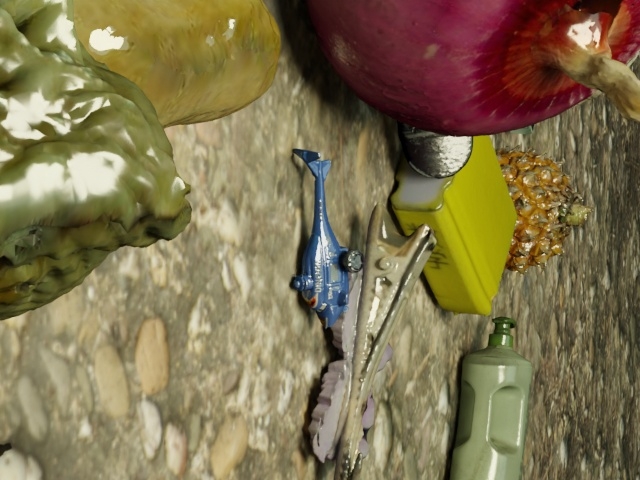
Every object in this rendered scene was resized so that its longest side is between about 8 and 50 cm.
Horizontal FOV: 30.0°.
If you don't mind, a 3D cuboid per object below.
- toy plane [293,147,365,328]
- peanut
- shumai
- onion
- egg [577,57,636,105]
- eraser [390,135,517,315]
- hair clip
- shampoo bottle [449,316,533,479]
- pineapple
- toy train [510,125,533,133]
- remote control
[{"bbox_3d":[0.000,0.000,1.074,0.062,0.054,0.167,-12,106,-37],"label":"toy plane"},{"bbox_3d":[-0.117,-0.127,0.759,0.236,0.110,0.120,-11,124,-56],"label":"peanut"},{"bbox_3d":[-0.203,-0.060,0.554,0.256,0.189,0.218,-16,89,-46],"label":"shumai"},{"bbox_3d":[0.163,-0.240,1.016,0.345,0.358,0.358,-112,-174,-58],"label":"onion"},{"bbox_3d":[0.272,-0.326,1.397,0.337,0.201,0.337,-161,-90,-79],"label":"egg"},{"bbox_3d":[0.154,-0.034,1.350,0.158,0.069,0.226,-67,147,-29],"label":"eraser"},{"bbox_3d":[0.044,0.111,1.144,0.106,0.084,0.292,39,64,-65],"label":"hair clip"},{"bbox_3d":[0.214,0.210,1.480,0.118,0.087,0.234,27,68,-62],"label":"shampoo bottle"},{"bbox_3d":[0.286,-0.038,1.540,0.161,0.137,0.176,56,45,-50],"label":"pineapple"},{"bbox_3d":[0.286,-0.241,1.621,0.043,0.047,0.207,59,41,-54],"label":"toy train"},{"bbox_3d":[0.111,-0.197,1.235,0.066,0.090,0.266,-110,-164,-83],"label":"remote control"}]
